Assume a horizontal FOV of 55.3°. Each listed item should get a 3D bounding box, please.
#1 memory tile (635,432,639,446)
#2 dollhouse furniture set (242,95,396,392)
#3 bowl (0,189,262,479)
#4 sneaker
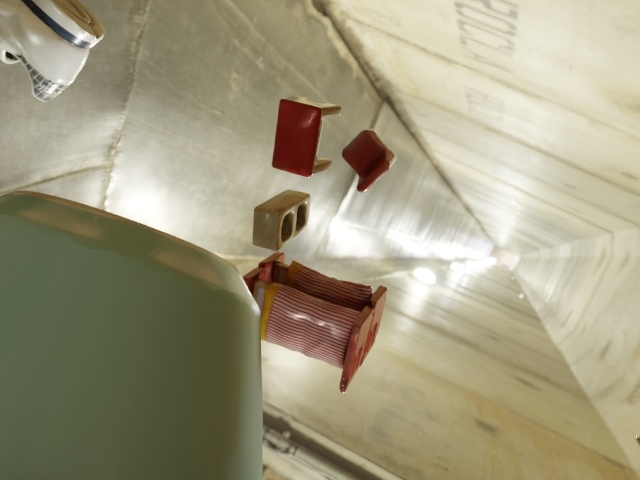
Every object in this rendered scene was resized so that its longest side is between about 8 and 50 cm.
[{"bbox_3d":[0.253,0.168,0.353,0.012,0.148,0.113,-52,-149,6],"label":"memory tile"},{"bbox_3d":[0.000,0.000,0.887,0.152,0.201,0.374,-41,144,-61],"label":"dollhouse furniture set"},{"bbox_3d":[-0.167,0.071,0.451,0.311,0.311,0.163,65,42,-74],"label":"bowl"},{"bbox_3d":[-0.325,-0.242,0.595,0.095,0.235,0.090,-49,174,18],"label":"sneaker"}]
